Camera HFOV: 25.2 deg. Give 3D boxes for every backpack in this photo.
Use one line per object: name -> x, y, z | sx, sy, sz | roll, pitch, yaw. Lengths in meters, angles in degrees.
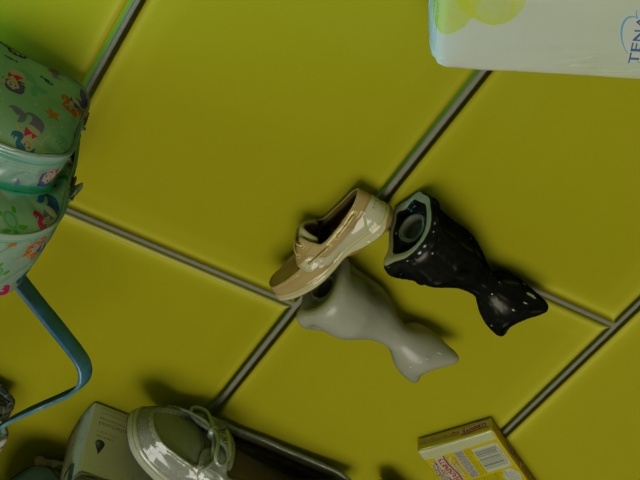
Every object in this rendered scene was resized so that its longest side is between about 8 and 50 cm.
backpack -> -0.344, -0.076, 1.376 | 0.225, 0.253, 0.191 | 27, 129, -19

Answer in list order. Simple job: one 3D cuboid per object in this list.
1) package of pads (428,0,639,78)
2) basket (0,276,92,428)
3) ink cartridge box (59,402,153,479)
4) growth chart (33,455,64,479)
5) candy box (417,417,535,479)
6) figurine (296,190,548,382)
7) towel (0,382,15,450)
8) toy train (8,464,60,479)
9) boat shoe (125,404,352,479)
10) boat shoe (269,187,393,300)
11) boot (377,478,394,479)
package of pads -> 0.249, -0.256, 1.273 | 0.297, 0.101, 0.229 | 4, 132, 1
basket -> -0.406, 0.081, 1.543 | 0.255, 0.201, 0.289 | -28, 95, 27
ink cartridge box -> -0.243, 0.329, 1.772 | 0.159, 0.218, 0.092 | 24, 130, -18
growth chart -> -0.310, 0.376, 1.956 | 0.172, 0.021, 0.237 | 10, 135, -4
candy box -> 0.217, 0.311, 1.855 | 0.105, 0.027, 0.206 | -18, 129, 23
figurine -> 0.114, 0.071, 1.603 | 0.215, 0.092, 0.209 | -33, 127, 31
towel -> -0.549, 0.228, 1.771 | 0.284, 0.121, 0.235 | 24, 132, -20
toy train -> -0.384, 0.424, 1.892 | 0.190, 0.142, 0.334 | 50, 144, 4
boat shoe -> -0.101, 0.278, 1.792 | 0.320, 0.118, 0.103 | 33, 121, -29
boat shoe -> 0.000, 0.000, 1.560 | 0.170, 0.063, 0.059 | -39, 118, 22
boot -> 0.132, 0.351, 1.883 | 0.085, 0.059, 0.158 | -22, 136, 19
